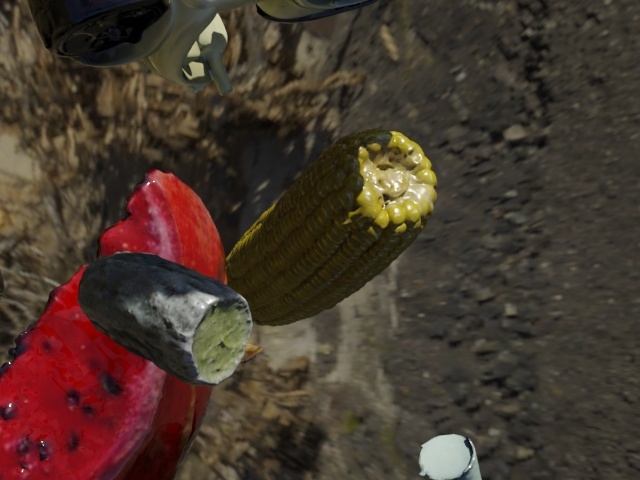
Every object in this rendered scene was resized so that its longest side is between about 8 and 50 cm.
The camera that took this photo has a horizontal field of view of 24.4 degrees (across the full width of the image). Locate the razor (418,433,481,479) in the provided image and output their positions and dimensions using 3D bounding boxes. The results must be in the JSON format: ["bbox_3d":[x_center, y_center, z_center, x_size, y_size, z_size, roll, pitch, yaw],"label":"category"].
[{"bbox_3d":[0.058,0.134,0.541,0.084,0.211,0.036,21,53,28],"label":"razor"}]

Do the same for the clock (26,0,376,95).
[{"bbox_3d":[-0.044,-0.221,1.240,0.379,0.276,0.120,-19,83,-3],"label":"clock"}]

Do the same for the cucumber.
[{"bbox_3d":[-0.094,0.042,0.865,0.064,0.112,0.064,-20,119,-42],"label":"cucumber"}]

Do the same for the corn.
[{"bbox_3d":[0.000,0.000,1.512,0.131,0.344,0.131,9,67,-22],"label":"corn"}]

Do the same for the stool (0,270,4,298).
[{"bbox_3d":[-0.438,-0.007,1.355,0.272,0.272,0.178,-11,75,-8],"label":"stool"}]

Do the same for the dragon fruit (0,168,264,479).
[{"bbox_3d":[-0.147,0.138,1.131,0.100,0.282,0.343,27,77,24],"label":"dragon fruit"}]
